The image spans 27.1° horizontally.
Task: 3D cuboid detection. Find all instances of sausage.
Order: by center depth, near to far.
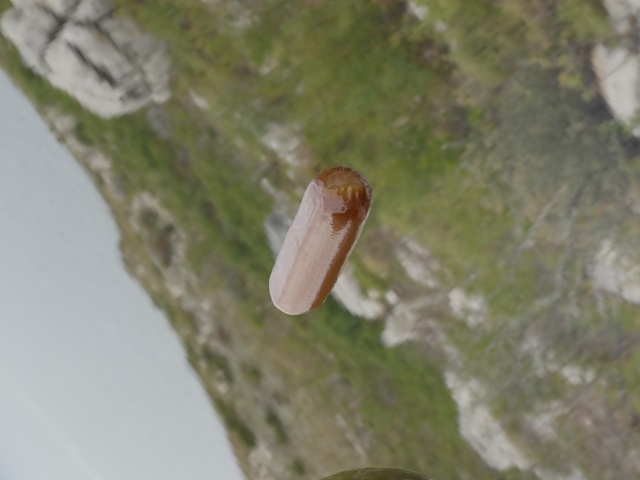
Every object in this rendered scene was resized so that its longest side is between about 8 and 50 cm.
[{"bbox_3d":[0.000,0.000,0.841,0.131,0.039,0.041,116,146,-51],"label":"sausage"}]

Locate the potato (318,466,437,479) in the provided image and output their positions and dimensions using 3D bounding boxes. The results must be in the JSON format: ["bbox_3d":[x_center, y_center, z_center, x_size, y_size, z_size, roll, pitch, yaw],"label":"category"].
[{"bbox_3d":[0.082,0.202,0.781,0.243,0.098,0.138,28,-175,-12],"label":"potato"}]
